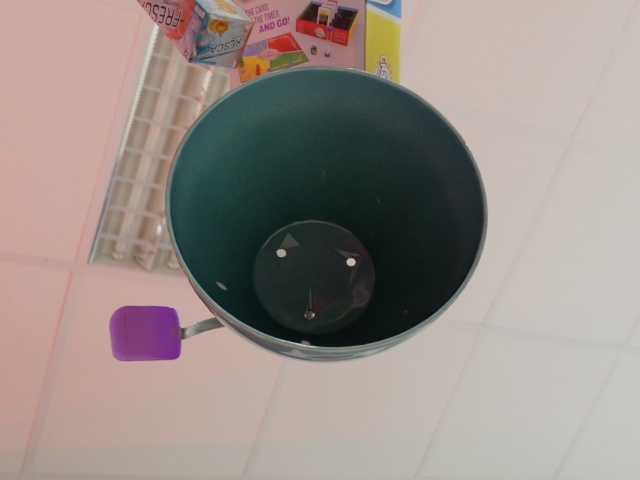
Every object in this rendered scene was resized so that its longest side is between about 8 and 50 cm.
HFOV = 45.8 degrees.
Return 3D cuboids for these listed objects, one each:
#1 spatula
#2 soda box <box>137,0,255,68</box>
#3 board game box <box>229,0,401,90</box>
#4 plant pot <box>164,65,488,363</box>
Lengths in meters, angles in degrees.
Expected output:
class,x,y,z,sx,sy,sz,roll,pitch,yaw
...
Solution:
class,x,y,z,sx,sy,sz,roll,pitch,yaw
spatula,-0.133,0.113,1.028,0.296,0.030,0.084,-6,-68,-14
soda box,-0.146,-0.257,0.814,0.063,0.183,0.058,-2,-49,-42
board game box,-0.013,-0.228,0.933,0.064,0.242,0.316,-12,-72,-45
plant pot,0.000,0.000,0.766,0.290,0.290,0.195,-20,-22,-13
